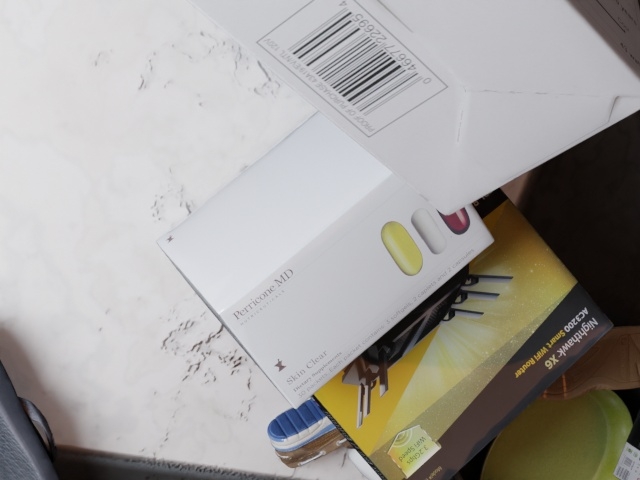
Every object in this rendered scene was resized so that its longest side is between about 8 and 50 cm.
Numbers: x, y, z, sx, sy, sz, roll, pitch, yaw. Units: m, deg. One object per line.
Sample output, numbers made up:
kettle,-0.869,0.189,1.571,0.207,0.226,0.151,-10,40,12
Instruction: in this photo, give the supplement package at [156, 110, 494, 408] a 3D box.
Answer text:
supplement package,0.000,0.000,1.217,0.262,0.204,0.145,-40,121,-6

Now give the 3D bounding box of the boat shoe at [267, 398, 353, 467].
boat shoe,0.028,0.206,1.400,0.183,0.066,0.066,-22,124,-8

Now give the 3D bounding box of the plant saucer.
plant saucer,0.304,0.289,1.577,0.241,0.037,0.241,-9,113,-22

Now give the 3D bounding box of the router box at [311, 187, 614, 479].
router box,0.130,0.103,1.333,0.309,0.081,0.243,-42,95,-8

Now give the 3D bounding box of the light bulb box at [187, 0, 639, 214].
light bulb box,0.083,-0.286,1.027,0.225,0.361,0.358,-30,128,32

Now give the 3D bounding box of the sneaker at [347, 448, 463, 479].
sneaker,0.135,0.338,1.472,0.297,0.111,0.129,42,121,-18

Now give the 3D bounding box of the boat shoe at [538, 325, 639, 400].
boat shoe,0.293,0.142,1.480,0.285,0.092,0.103,1,86,-30

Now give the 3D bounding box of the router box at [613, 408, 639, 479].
router box,0.455,0.224,1.559,0.133,0.046,0.179,-27,139,-42

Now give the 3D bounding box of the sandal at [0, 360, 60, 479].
sandal,-0.307,0.182,1.211,0.054,0.097,0.254,-40,126,-39
